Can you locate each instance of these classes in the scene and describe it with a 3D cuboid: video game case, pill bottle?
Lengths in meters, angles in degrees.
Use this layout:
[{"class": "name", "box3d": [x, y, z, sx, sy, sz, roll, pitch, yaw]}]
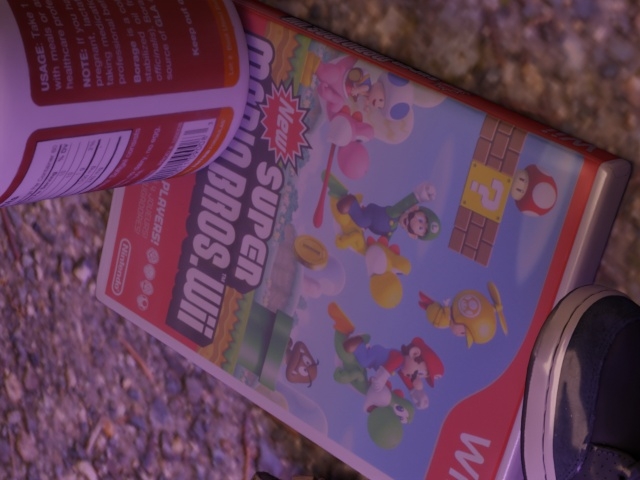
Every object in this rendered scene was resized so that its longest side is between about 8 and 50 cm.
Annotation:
[{"class": "video game case", "box3d": [0.000, 0.000, 0.655, 0.285, 0.025, 0.204, 28, 116, 31]}, {"class": "pill bottle", "box3d": [-0.145, -0.077, 0.598, 0.121, 0.216, 0.121, 9, 104, 38]}]

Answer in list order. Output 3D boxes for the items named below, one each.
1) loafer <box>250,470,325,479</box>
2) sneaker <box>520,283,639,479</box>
[{"class": "loafer", "box3d": [0.018, 0.144, 0.664, 0.125, 0.045, 0.039, 23, 96, 27]}, {"class": "sneaker", "box3d": [0.168, 0.128, 0.494, 0.163, 0.086, 0.226, 5, 113, 49]}]
